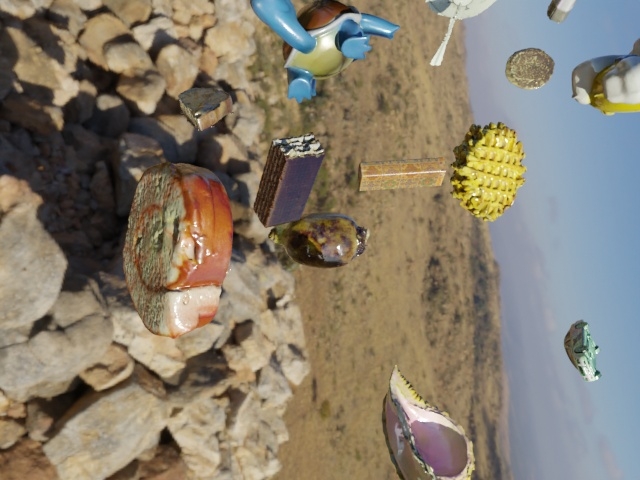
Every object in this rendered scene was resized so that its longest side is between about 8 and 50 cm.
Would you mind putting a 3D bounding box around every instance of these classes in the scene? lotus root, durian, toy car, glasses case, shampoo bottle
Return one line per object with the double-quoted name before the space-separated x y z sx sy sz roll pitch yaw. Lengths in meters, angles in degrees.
"lotus root" 0.000 0.000 1.895 0.141 0.314 0.169 -110 -159 -83
"durian" 0.209 0.458 1.419 0.186 0.195 0.305 0 42 -32
"lotus root" -0.375 -0.439 2.087 0.261 0.170 0.074 37 -37 49
"toy car" 0.704 0.298 1.715 0.090 0.076 0.224 63 29 -9
"glasses case" 0.208 -0.173 1.640 0.075 0.218 0.049 94 -8 -63
"shampoo bottle" 0.642 -0.657 1.577 0.227 0.056 0.086 110 5 -53

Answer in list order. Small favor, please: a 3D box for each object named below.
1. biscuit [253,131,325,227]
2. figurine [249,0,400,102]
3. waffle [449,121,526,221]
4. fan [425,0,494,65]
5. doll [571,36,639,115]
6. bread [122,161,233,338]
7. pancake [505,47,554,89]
"biscuit" -0.075 -0.136 1.447 0.070 0.106 0.252 58 -34 28
"figurine" 0.001 -0.453 1.473 0.243 0.298 0.416 55 28 11
"waffle" 0.344 -0.139 1.296 0.197 0.070 0.193 45 70 -33
"fan" 0.395 -0.662 1.826 0.414 0.233 0.012 101 -11 -56
"doll" 0.474 -0.235 0.867 0.237 0.252 0.111 -67 142 -77
"bread" -0.288 0.010 1.247 0.114 0.295 0.327 1 109 -37
"pancake" 0.494 -0.408 1.498 0.011 0.115 0.114 60 22 -76
